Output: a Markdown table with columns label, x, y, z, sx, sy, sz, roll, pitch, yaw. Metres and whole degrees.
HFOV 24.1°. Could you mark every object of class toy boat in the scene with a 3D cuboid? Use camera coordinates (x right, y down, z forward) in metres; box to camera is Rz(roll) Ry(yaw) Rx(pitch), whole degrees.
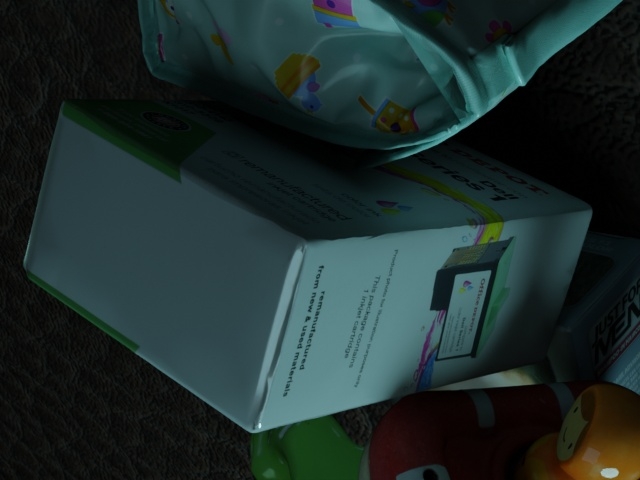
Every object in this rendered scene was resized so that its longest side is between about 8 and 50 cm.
| label | x | y | z | sx | sy | sz | roll | pitch | yaw |
| --- | --- | --- | --- | --- | --- | --- | --- | --- | --- |
| toy boat | 0.141 | 0.136 | 0.874 | 0.151 | 0.231 | 0.151 | -59 | 40 | 47 |

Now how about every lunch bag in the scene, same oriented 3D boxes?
| label | x | y | z | sx | sy | sz | roll | pitch | yaw |
| --- | --- | --- | --- | --- | --- | --- | --- | --- | --- |
| lunch bag | 0.051 | -0.158 | 0.865 | 0.262 | 0.223 | 0.160 | 25 | 137 | 35 |

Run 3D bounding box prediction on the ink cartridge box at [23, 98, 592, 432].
| label | x | y | z | sx | sy | sz | roll | pitch | yaw |
| --- | --- | --- | --- | --- | --- | --- | --- | --- | --- |
| ink cartridge box | 0.000 | 0.000 | 0.900 | 0.201 | 0.278 | 0.117 | 29 | 112 | 35 |

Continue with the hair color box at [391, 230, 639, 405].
| label | x | y | z | sx | sy | sz | roll | pitch | yaw |
| --- | --- | --- | --- | --- | --- | --- | --- | --- | --- |
| hair color box | 0.168 | 0.165 | 1.134 | 0.185 | 0.113 | 0.374 | 13 | 131 | 40 |

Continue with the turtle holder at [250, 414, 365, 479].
| label | x | y | z | sx | sy | sz | roll | pitch | yaw |
| --- | --- | --- | --- | --- | --- | --- | --- | --- | --- |
| turtle holder | 0.043 | 0.273 | 1.070 | 0.320 | 0.243 | 0.227 | 29 | 158 | 13 |
